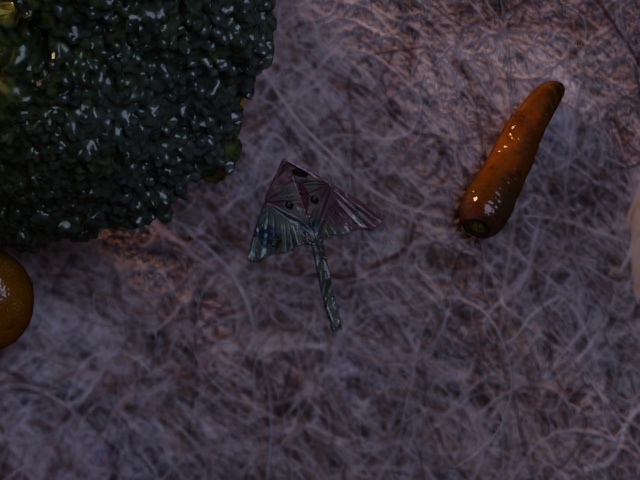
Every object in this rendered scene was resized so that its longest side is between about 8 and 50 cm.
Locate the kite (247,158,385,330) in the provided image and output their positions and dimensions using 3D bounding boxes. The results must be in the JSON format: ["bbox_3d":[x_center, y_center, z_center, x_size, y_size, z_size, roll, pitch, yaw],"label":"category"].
[{"bbox_3d":[0.000,0.000,1.449,0.137,0.005,0.153,-18,81,-28],"label":"kite"}]

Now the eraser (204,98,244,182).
[{"bbox_3d":[-0.112,-0.118,1.416,0.097,0.045,0.122,16,67,-20],"label":"eraser"}]

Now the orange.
[{"bbox_3d":[-0.251,0.042,1.279,0.085,0.085,0.085,8,69,-22],"label":"orange"}]

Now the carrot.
[{"bbox_3d":[0.171,-0.078,1.538,0.047,0.047,0.191,36,56,-9],"label":"carrot"}]

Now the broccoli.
[{"bbox_3d":[-0.195,-0.164,1.297,0.353,0.397,0.275,-43,128,-8],"label":"broccoli"}]
